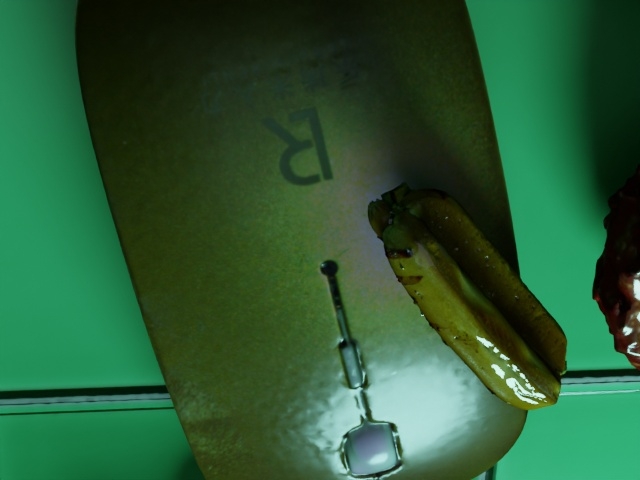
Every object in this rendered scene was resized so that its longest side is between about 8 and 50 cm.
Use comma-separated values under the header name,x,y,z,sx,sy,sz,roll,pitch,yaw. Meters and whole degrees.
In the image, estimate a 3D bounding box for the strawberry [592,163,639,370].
name,x,y,z,sx,sy,sz,roll,pitch,yaw
strawberry,0.187,0.005,0.498,0.145,0.086,0.145,3,132,4

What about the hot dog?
name,x,y,z,sx,sy,sz,roll,pitch,yaw
hot dog,0.059,0.025,0.447,0.037,0.049,0.122,-23,121,36

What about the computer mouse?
name,x,y,z,sx,sy,sz,roll,pitch,yaw
computer mouse,0.000,0.000,0.487,0.158,0.072,0.310,-13,115,-1
